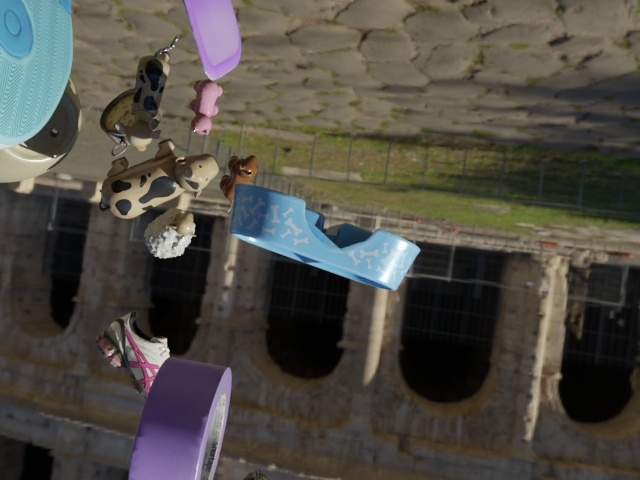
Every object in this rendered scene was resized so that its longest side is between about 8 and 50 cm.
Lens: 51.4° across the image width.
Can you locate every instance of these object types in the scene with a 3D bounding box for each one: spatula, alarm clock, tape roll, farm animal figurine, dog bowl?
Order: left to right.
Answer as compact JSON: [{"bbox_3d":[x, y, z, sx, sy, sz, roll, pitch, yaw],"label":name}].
[{"bbox_3d":[-0.404,-0.247,1.409,0.129,0.192,0.064,-9,139,22],"label":"alarm clock"},{"bbox_3d":[-0.283,-0.147,1.230,0.330,0.327,0.172,48,-168,-26],"label":"farm animal figurine"},{"bbox_3d":[-0.173,0.248,0.844,0.080,0.188,0.189,11,178,1],"label":"tape roll"},{"bbox_3d":[-0.088,-0.279,0.511,0.030,0.296,0.084,10,-150,14],"label":"spatula"},{"bbox_3d":[0.000,0.000,1.000,0.297,0.074,0.166,21,174,-11],"label":"dog bowl"}]

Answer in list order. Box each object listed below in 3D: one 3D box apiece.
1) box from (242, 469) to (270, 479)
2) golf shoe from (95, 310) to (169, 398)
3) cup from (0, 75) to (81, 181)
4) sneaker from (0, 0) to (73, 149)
[{"bbox_3d":[-0.029,0.681,1.097,0.480,0.297,0.472,43,167,2],"label":"box"},{"bbox_3d":[-0.269,0.198,1.062,0.186,0.086,0.067,48,174,-2],"label":"golf shoe"},{"bbox_3d":[-0.625,-0.259,1.356,0.237,0.331,0.331,22,-172,43],"label":"cup"},{"bbox_3d":[-0.326,-0.206,0.553,0.208,0.318,0.127,-7,156,7],"label":"sneaker"}]
